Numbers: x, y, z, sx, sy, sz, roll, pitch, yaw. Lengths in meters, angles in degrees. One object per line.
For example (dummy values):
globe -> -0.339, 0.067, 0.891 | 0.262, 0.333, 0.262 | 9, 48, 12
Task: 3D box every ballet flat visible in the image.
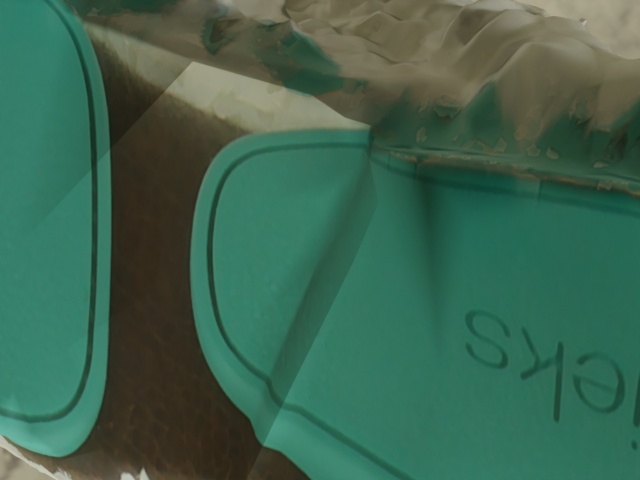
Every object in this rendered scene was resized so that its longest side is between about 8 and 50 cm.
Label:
ballet flat -> 0.000, 0.000, 0.438 | 0.147, 0.409, 0.147 | -22, 123, -39
